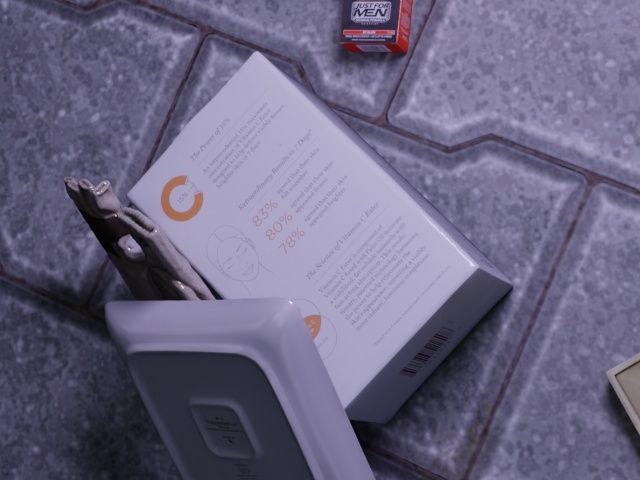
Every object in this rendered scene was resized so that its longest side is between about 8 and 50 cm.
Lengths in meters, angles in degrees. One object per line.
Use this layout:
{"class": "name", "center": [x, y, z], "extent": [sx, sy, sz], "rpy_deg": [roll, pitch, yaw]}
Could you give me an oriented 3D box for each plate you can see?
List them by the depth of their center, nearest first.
{"class": "plate", "center": [-0.088, 0.186, 1.723], "extent": [0.277, 0.045, 0.278], "rpy_deg": [-3, 120, 40]}

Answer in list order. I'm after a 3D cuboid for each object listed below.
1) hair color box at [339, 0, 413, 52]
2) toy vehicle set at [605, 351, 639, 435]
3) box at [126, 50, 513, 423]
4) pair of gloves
{"class": "hair color box", "center": [0.067, -0.284, 1.872], "extent": [0.072, 0.043, 0.141], "rpy_deg": [3, 81, 21]}
{"class": "toy vehicle set", "center": [0.423, 0.206, 1.666], "extent": [0.166, 0.035, 0.266], "rpy_deg": [-31, 72, 13]}
{"class": "box", "center": [0.000, 0.000, 1.783], "extent": [0.215, 0.168, 0.345], "rpy_deg": [-47, 70, 7]}
{"class": "pair of gloves", "center": [-0.182, 0.021, 1.799], "extent": [0.042, 0.204, 0.240], "rpy_deg": [-40, 33, -16]}
